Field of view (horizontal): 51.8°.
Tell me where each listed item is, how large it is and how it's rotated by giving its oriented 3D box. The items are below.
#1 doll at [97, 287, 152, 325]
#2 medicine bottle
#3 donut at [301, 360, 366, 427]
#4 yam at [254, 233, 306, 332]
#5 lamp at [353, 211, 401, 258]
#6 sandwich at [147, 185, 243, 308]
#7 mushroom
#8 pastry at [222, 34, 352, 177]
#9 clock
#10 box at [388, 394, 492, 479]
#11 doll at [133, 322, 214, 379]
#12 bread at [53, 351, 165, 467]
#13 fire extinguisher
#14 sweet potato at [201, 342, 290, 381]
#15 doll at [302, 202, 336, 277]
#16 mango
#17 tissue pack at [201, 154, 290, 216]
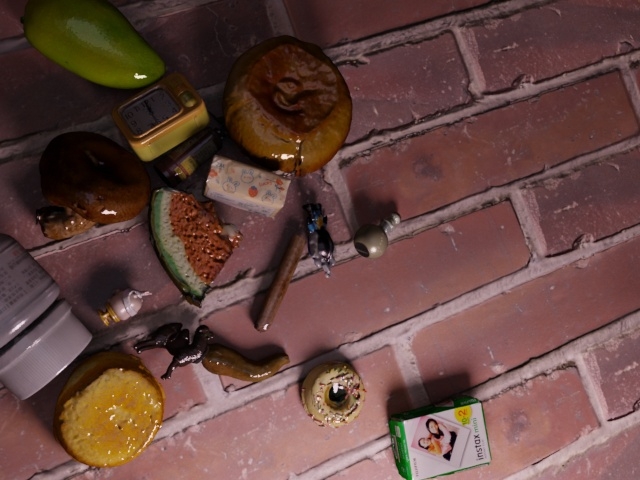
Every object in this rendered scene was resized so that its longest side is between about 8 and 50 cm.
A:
[{"bbox_3d":[-0.467,0.144,1.570,0.127,0.073,0.084,-32,60,-13],"label":"doll"},{"bbox_3d":[-0.674,0.166,1.422,0.245,0.245,0.306,-42,104,-15],"label":"medicine bottle"},{"bbox_3d":[0.036,0.391,1.668,0.174,0.068,0.175,2,83,-13],"label":"donut"},{"bbox_3d":[-0.102,0.111,1.674,0.046,0.046,0.264,24,79,-11],"label":"yam"},{"bbox_3d":[0.159,-0.021,1.742,0.163,0.091,0.091,-41,95,-31],"label":"lamp"},{"bbox_3d":[-0.316,-0.006,1.606,0.212,0.109,0.292,-40,97,-21],"label":"sandwich"},{"bbox_3d":[-0.524,-0.131,1.525,0.267,0.254,0.267,11,64,-24],"label":"mushroom"},{"bbox_3d":[-0.081,-0.339,1.667,0.355,0.164,0.356,1,86,-15],"label":"pastry"},{"bbox_3d":[-0.385,-0.300,1.596,0.202,0.096,0.143,-35,69,-10],"label":"clock"},{"bbox_3d":[0.309,0.509,1.707,0.250,0.103,0.180,-9,87,-15],"label":"box"},{"bbox_3d":[-0.341,0.251,1.579,0.165,0.057,0.139,-40,68,-22],"label":"doll"},{"bbox_3d":[-0.476,0.393,1.500,0.268,0.145,0.269,1,88,-17],"label":"bread"},{"bbox_3d":[-0.307,-0.248,1.643,0.252,0.075,0.106,-43,104,-14],"label":"fire extinguisher"},{"bbox_3d":[-0.189,0.305,1.626,0.232,0.062,0.081,11,81,-16],"label":"sweet potato"},{"bbox_3d":[0.000,0.000,1.698,0.096,0.070,0.195,-6,81,-51],"label":"doll"},{"bbox_3d":[-0.532,-0.477,1.574,0.343,0.156,0.192,28,88,-14],"label":"mango"},{"bbox_3d":[-0.187,-0.132,1.627,0.196,0.148,0.092,16,78,-12],"label":"tissue pack"}]
